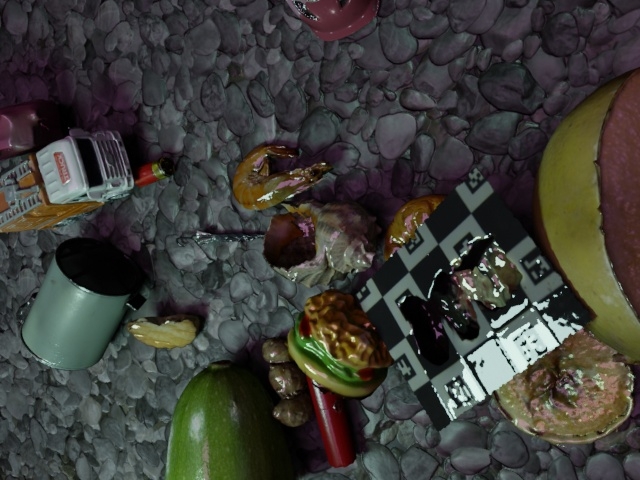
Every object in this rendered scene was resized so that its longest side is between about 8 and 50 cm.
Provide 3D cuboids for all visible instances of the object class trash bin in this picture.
[{"bbox_3d":[-0.604,0.162,1.589,0.277,0.217,0.263,32,113,-1],"label":"trash bin"}]

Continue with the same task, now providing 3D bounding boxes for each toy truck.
[{"bbox_3d":[-0.647,-0.139,1.544,0.387,0.206,0.174,-19,89,36],"label":"toy truck"}]

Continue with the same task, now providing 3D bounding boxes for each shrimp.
[{"bbox_3d":[-0.087,-0.142,1.352,0.248,0.068,0.150,-3,78,26],"label":"shrimp"}]

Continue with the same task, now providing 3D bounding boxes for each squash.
[{"bbox_3d":[-0.228,0.436,1.433,0.310,0.310,0.309,-19,75,28],"label":"squash"}]

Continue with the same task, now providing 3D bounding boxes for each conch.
[{"bbox_3d":[0.012,0.009,1.285,0.210,0.159,0.291,-54,33,-4],"label":"conch"}]

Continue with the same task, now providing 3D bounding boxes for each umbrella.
[{"bbox_3d":[-0.237,-0.010,1.473,0.268,0.044,0.044,-6,124,26],"label":"umbrella"}]

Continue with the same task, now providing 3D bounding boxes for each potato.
[{"bbox_3d":[0.512,-0.025,0.963,0.384,0.319,0.443,-10,85,-12],"label":"potato"}]

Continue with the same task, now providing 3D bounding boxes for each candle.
[{"bbox_3d":[-0.418,-0.162,1.531,0.130,0.052,0.052,-17,91,29],"label":"candle"}]

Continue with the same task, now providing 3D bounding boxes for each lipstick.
[{"bbox_3d":[0.017,0.357,1.391,0.073,0.073,0.280,-12,94,28],"label":"lipstick"}]

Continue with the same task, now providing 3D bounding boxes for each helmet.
[{"bbox_3d":[-0.006,-0.527,1.204,0.198,0.154,0.254,-19,86,27],"label":"helmet"}]

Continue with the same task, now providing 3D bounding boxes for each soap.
[{"bbox_3d":[-0.796,-0.275,1.616,0.324,0.220,0.128,-10,103,27],"label":"soap"}]

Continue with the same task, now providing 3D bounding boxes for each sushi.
[{"bbox_3d":[0.256,0.101,1.067,0.373,0.099,0.296,-53,57,39],"label":"sushi"}]

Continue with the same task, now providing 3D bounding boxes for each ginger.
[{"bbox_3d":[-0.076,0.314,1.414,0.080,0.104,0.204,-31,67,43],"label":"ginger"}]

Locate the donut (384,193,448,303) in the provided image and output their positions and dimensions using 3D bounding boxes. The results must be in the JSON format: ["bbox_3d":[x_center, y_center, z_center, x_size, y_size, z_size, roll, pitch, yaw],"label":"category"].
[{"bbox_3d":[0.227,0.020,1.199,0.226,0.113,0.227,5,102,26],"label":"donut"}]

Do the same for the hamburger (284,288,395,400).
[{"bbox_3d":[0.056,0.191,1.263,0.237,0.237,0.149,35,113,18],"label":"hamburger"}]

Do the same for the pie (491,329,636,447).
[{"bbox_3d":[0.438,0.252,1.166,0.274,0.055,0.275,5,102,26],"label":"pie"}]

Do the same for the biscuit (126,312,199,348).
[{"bbox_3d":[-0.379,0.217,1.557,0.182,0.061,0.118,-7,135,11],"label":"biscuit"}]
